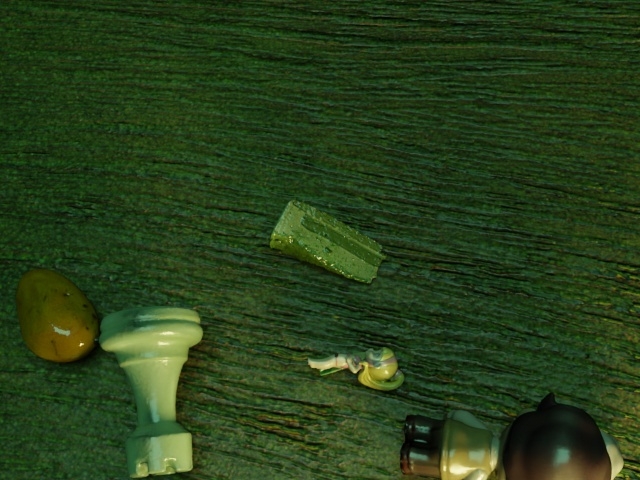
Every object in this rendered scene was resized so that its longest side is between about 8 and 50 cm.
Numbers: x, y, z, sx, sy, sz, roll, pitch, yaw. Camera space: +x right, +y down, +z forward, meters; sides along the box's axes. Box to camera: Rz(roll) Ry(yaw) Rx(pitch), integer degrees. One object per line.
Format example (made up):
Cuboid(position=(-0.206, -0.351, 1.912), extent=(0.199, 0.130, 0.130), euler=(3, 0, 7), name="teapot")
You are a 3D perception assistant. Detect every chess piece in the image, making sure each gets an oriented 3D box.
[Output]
Cuboid(position=(-0.309, 0.284, 1.615), extent=(0.194, 0.194, 0.299), euler=(-7, 74, 0), name="chess piece")

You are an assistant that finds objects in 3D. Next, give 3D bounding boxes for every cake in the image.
Cuboid(position=(0.015, 0.002, 1.763), extent=(0.235, 0.099, 0.100), euler=(22, 70, 12), name="cake")

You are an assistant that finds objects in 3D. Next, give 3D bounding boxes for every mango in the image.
Cuboid(position=(-0.534, 0.148, 1.721), extent=(0.147, 0.109, 0.227), euler=(-41, 67, -10), name="mango")

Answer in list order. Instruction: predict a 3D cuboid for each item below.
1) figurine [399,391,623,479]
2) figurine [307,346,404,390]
Cuboid(position=(0.335, 0.400, 1.542), extent=(0.365, 0.206, 0.218), euler=(-7, 39, 27), name="figurine")
Cuboid(position=(0.068, 0.245, 1.664), extent=(0.187, 0.083, 0.083), euler=(2, 65, -3), name="figurine")
